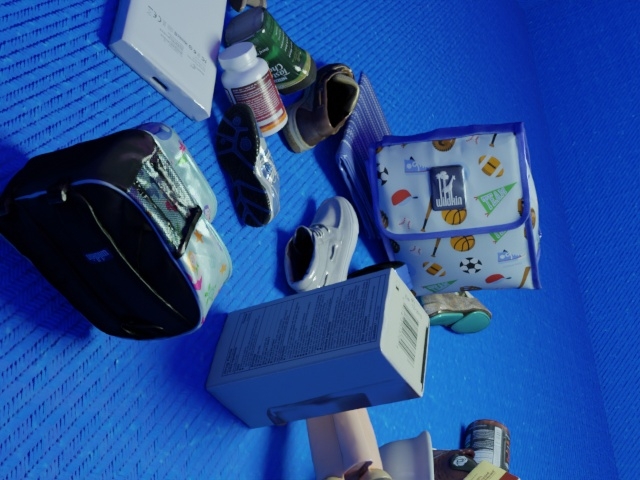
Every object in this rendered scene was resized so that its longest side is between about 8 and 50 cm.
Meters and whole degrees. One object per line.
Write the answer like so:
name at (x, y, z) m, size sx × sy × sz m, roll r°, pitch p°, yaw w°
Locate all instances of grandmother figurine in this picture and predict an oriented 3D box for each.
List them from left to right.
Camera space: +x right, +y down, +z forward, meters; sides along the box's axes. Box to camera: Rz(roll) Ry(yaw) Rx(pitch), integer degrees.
grandmother figurine at (0.022, 0.245, 1.327) m, size 0.207 × 0.104 × 0.342 m, roll -2°, pitch 49°, yaw -19°

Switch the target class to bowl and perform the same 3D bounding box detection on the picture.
bowl at (0.111, 0.463, 1.350) m, size 0.298 × 0.134 × 0.298 m, roll 1°, pitch 90°, yaw -86°

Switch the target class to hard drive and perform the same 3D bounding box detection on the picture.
hard drive at (-0.240, -0.373, 1.349) m, size 0.203 × 0.040 × 0.308 m, roll 40°, pitch 42°, yaw -44°

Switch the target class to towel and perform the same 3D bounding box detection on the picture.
towel at (0.105, -0.190, 1.824) m, size 0.336 × 0.040 × 0.243 m, roll -75°, pitch 147°, yaw -47°

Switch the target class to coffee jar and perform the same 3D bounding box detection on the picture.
coffee jar at (-0.089, -0.351, 1.542) m, size 0.184 × 0.096 × 0.079 m, roll 35°, pitch 48°, yaw -47°

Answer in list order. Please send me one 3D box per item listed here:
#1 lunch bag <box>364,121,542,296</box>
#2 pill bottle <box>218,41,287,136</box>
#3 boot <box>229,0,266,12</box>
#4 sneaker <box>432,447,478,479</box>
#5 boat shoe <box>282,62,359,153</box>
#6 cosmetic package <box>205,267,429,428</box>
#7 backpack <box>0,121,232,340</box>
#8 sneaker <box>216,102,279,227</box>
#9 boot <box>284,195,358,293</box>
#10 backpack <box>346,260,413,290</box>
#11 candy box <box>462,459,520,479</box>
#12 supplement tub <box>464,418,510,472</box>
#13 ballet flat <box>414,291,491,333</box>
lunch bag at (0.290, -0.068, 1.732) m, size 0.239 × 0.327 × 0.386 m, roll -78°, pitch 157°, yaw -45°
pill bottle at (-0.120, -0.261, 1.422) m, size 0.086 × 0.086 × 0.152 m, roll -70°, pitch 146°, yaw -48°
boot at (-0.136, -0.469, 1.582) m, size 0.087 × 0.042 × 0.119 m, roll 30°, pitch 48°, yaw -51°
sneaker at (0.251, 0.512, 1.587) m, size 0.106 × 0.162 × 0.281 m, roll 53°, pitch 34°, yaw -31°
boat shoe at (0.030, -0.290, 1.686) m, size 0.123 × 0.123 × 0.342 m, roll 63°, pitch 29°, yaw -18°
cosmetic package at (-0.002, 0.164, 1.203) m, size 0.129 × 0.296 × 0.153 m, roll 51°, pitch 36°, yaw -35°
backpack at (-0.230, -0.003, 0.977) m, size 0.254 × 0.225 × 0.191 m, roll 61°, pitch 36°, yaw -28°
sneaker at (-0.119, -0.129, 1.400) m, size 0.081 × 0.080 × 0.211 m, roll -25°, pitch 106°, yaw -68°
boot at (0.000, 0.000, 1.501) m, size 0.123 × 0.095 × 0.258 m, roll 51°, pitch 36°, yaw -46°
backpack at (0.125, 0.094, 1.644) m, size 0.098 × 0.120 × 0.101 m, roll -31°, pitch 102°, yaw -61°
candy box at (0.286, 0.588, 1.516) m, size 0.183 × 0.087 × 0.317 m, roll -31°, pitch 126°, yaw -36°
supplement tub at (0.377, 0.515, 1.869) m, size 0.106 × 0.106 × 0.198 m, roll 53°, pitch 35°, yaw -31°
ballet flat at (0.322, 0.155, 1.981) m, size 0.316 × 0.107 × 0.106 m, roll 20°, pitch 44°, yaw -56°
